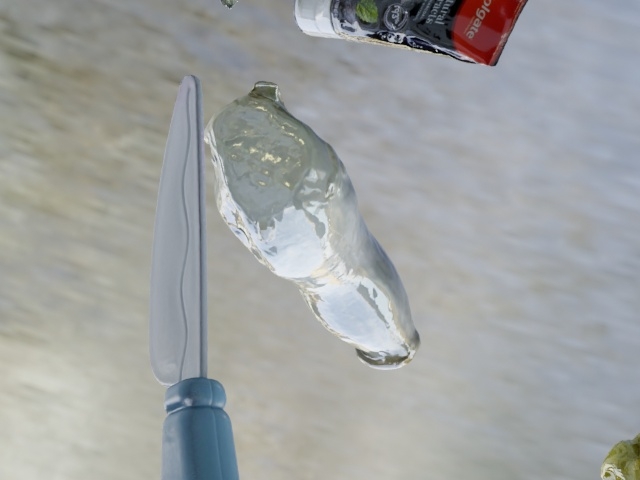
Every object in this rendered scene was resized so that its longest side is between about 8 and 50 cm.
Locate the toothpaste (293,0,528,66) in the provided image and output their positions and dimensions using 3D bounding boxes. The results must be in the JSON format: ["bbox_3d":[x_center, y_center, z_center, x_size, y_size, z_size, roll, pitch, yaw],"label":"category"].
[{"bbox_3d":[0.066,-0.164,1.375,0.193,0.071,0.045,13,158,43],"label":"toothpaste"}]

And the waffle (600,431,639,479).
[{"bbox_3d":[0.296,0.218,1.203,0.312,0.307,0.060,29,-172,-16],"label":"waffle"}]

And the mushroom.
[{"bbox_3d":[-0.001,-0.001,1.496,0.109,0.097,0.351,52,179,34],"label":"mushroom"}]

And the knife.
[{"bbox_3d":[-0.060,0.046,0.820,0.032,0.244,0.058,7,154,-28],"label":"knife"}]

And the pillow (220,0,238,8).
[{"bbox_3d":[-0.048,-0.236,1.063,0.134,0.078,0.181,-24,110,23],"label":"pillow"}]
